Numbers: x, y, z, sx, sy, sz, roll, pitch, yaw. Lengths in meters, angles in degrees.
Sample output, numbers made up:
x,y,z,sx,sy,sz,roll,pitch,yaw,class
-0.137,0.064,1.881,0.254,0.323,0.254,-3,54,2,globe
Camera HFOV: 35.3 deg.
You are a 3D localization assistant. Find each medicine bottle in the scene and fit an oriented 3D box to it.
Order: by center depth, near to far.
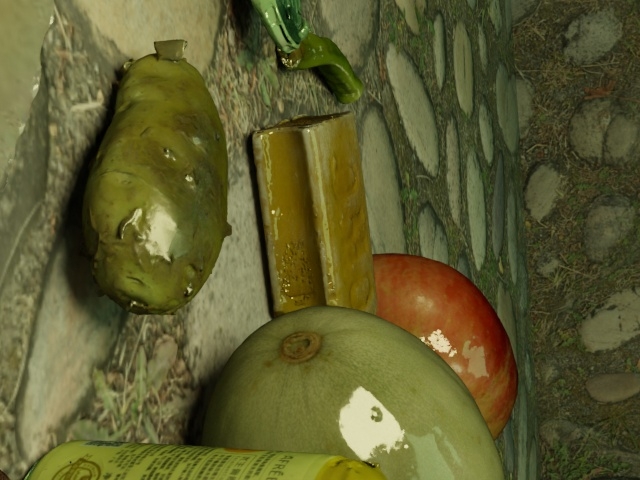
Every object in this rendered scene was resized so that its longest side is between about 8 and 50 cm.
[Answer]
x,y,z,sx,sy,sz,roll,pitch,yaw,class
-0.064,0.187,0.618,0.124,0.239,0.124,-1,90,-68,medicine bottle

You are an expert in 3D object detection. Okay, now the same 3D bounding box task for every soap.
x,y,z,sx,sy,sz,roll,pitch,yaw,class
0.000,0.000,1.062,0.160,0.080,0.257,-36,120,-67,soap

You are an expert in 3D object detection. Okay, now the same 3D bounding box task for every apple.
x,y,z,sx,sy,sz,roll,pitch,yaw,class
0.162,0.146,1.286,0.251,0.163,0.293,-89,166,-63,apple

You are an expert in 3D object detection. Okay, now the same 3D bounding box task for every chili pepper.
x,y,z,sx,sy,sz,roll,pitch,yaw,class
0.003,-0.205,1.161,0.052,0.050,0.202,53,13,18,chili pepper

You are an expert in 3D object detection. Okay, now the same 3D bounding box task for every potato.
x,y,z,sx,sy,sz,roll,pitch,yaw,class
-0.116,-0.047,0.731,0.117,0.090,0.225,53,31,-47,potato

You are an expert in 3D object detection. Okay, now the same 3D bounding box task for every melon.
x,y,z,sx,sy,sz,roll,pitch,yaw,class
0.027,0.202,0.859,0.308,0.272,0.272,66,22,-5,melon

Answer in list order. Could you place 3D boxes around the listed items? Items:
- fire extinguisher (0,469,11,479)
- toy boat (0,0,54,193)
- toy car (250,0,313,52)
x,y,z,sx,sy,sz,roll,pitch,yaw,class
-0.204,0.125,0.525,0.078,0.045,0.157,-59,145,-31,fire extinguisher
-0.206,-0.146,0.503,0.276,0.111,0.293,-69,162,-51,toy boat
-0.053,-0.263,0.991,0.093,0.058,0.186,58,23,-53,toy car
